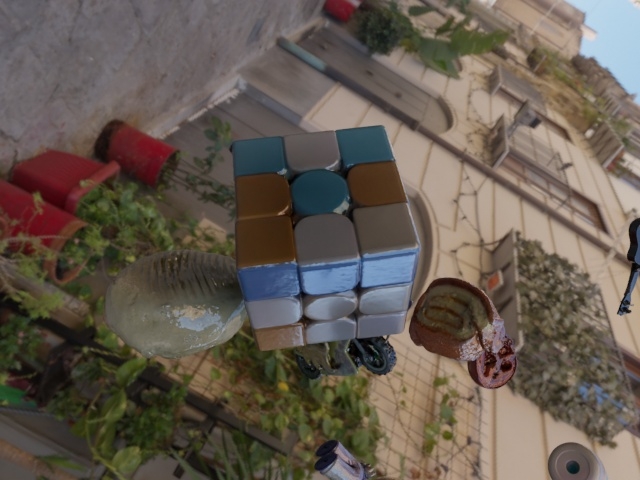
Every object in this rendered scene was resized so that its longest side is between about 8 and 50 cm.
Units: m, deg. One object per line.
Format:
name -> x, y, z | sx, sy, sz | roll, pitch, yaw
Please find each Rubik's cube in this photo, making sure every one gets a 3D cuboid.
Rubik's cube -> 0.000, 0.000, 1.168 | 0.347, 0.344, 0.346 | 86, -3, -55

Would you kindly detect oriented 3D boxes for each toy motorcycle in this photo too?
toy motorcycle -> 0.046, 0.309, 1.647 | 0.410, 0.237, 0.169 | -20, 179, 45

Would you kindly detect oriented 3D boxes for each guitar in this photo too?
guitar -> 0.809, 0.075, 1.379 | 0.038, 0.084, 0.271 | -114, -153, -72

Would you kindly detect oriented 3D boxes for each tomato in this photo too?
tomato -> 0.648, 0.460, 2.074 | 0.228, 0.228, 0.101 | -59, -161, -17

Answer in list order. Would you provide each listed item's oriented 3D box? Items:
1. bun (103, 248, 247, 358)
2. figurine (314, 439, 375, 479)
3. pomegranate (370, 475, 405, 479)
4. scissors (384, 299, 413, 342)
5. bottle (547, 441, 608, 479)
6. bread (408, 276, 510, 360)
bun -> -0.332, 0.161, 1.325 | 0.362, 0.326, 0.234 | -16, 114, -41
figurine -> 0.092, 0.523, 1.090 | 0.133, 0.274, 0.194 | -32, 168, 6
pomegranate -> 0.241, 0.897, 1.688 | 0.322, 0.322, 0.322 | -58, -178, 3
scissors -> 0.197, 0.222, 1.459 | 0.100, 0.015, 0.189 | -37, -174, 32
bottle -> 0.799, 0.713, 1.642 | 0.147, 0.236, 0.147 | -23, -131, 28
bread -> 0.353, 0.203, 1.374 | 0.244, 0.123, 0.190 | 13, -112, 41
